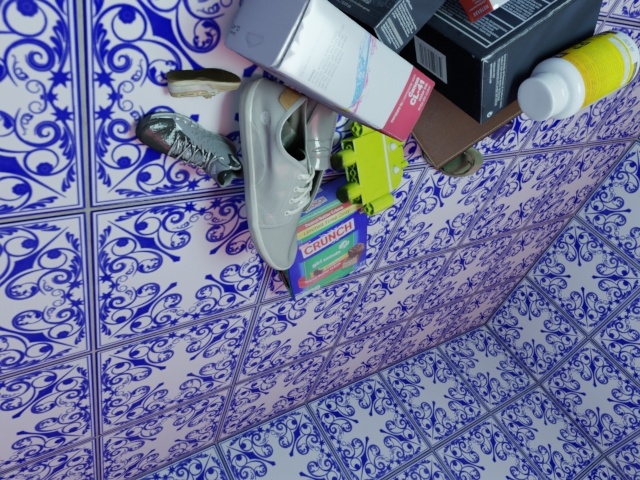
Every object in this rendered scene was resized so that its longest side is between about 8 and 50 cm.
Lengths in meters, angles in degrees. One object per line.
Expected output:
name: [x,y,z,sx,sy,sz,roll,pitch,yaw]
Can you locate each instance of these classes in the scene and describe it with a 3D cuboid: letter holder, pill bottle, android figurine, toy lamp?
letter holder: [0.375,-0.364,1.230,0.301,0.214,0.152,-35,-176,29]
pill bottle: [0.486,-0.308,0.909,0.214,0.117,0.117,-29,147,-15]
android figurine: [0.137,-0.195,1.224,0.272,0.056,0.249,-26,114,-40]
toy lamp: [0.594,-0.431,1.446,0.080,0.080,0.275,-10,139,-36]

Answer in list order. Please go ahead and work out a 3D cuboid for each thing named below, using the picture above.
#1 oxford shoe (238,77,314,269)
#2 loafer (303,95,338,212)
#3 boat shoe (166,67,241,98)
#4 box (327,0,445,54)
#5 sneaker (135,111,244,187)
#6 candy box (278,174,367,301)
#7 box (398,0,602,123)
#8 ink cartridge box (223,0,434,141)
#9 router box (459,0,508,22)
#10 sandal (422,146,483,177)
oxford shoe: [-0.078,-0.117,1.027,0.169,0.129,0.450,-59,153,-52]
loafer: [-0.016,-0.207,1.109,0.112,0.111,0.320,-13,140,-33]
boat shoe: [-0.215,-0.287,0.882,0.135,0.050,0.045,-7,141,-24]
box: [0.123,-0.452,0.886,0.158,0.156,0.093,-47,145,7]
sneaker: [-0.234,-0.168,0.929,0.228,0.132,0.086,7,127,-48]
candy box: [0.000,0.000,1.376,0.268,0.122,0.317,-27,145,-15]
box: [0.348,-0.448,0.983,0.294,0.296,0.183,-35,147,-3]
ink cartridge box: [0.018,-0.312,0.849,0.306,0.226,0.131,19,105,-41]
router box: [0.337,-0.602,0.810,0.335,0.082,0.301,-35,103,-5]
sandal: [0.427,-0.247,1.507,0.302,0.086,0.120,4,130,-46]
